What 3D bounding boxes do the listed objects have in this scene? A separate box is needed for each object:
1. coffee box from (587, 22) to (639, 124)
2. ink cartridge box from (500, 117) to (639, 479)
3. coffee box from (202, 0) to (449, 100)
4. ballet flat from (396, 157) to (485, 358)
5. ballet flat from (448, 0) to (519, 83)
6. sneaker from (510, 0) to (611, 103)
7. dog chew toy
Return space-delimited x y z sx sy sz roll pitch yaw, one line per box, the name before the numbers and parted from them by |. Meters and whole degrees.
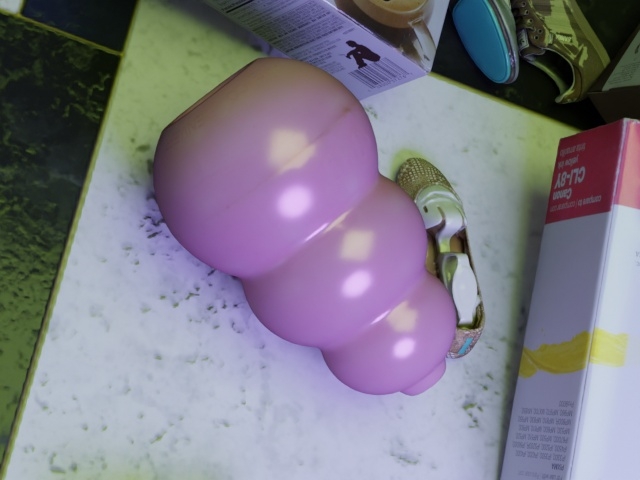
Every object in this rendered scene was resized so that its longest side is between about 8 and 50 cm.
coffee box | 0.404 -0.188 1.822 0.246 0.098 0.141 -51 117 -28
ink cartridge box | 0.344 0.108 1.645 0.279 0.160 0.385 13 82 -17
coffee box | -0.020 -0.284 1.652 0.297 0.119 0.168 31 63 -29
ballet flat | 0.123 0.009 1.682 0.073 0.067 0.206 -7 75 -24
ballet flat | 0.157 -0.262 1.786 0.068 0.072 0.213 -31 86 -32
sneaker | 0.227 -0.228 1.804 0.071 0.066 0.188 -37 88 -27
dog chew toy | 0.000 0.000 1.570 0.206 0.206 0.332 -42 100 -28
